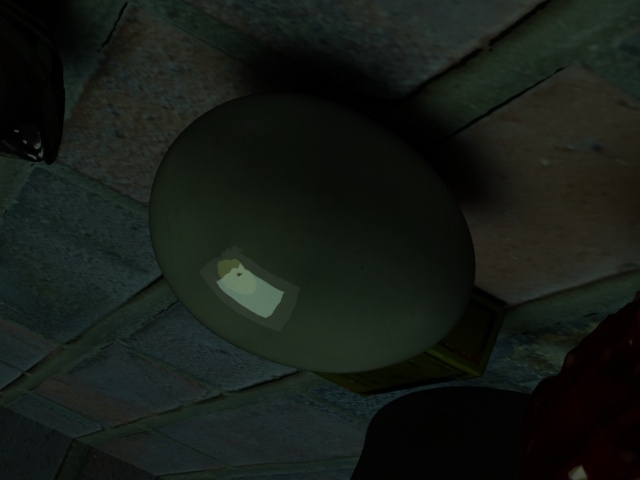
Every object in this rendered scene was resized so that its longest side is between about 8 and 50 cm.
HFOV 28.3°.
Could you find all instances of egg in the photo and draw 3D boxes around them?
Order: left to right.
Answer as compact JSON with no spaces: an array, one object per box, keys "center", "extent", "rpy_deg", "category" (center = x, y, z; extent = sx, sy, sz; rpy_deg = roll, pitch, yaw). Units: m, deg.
[{"center":[0.000,0.000,0.728],"extent":[0.209,0.151,0.151],"rpy_deg":[27,162,-33],"category":"egg"}]

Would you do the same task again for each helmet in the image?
[{"center":[-0.221,-0.114,0.748],"extent":[0.153,0.107,0.177],"rpy_deg":[16,179,10],"category":"helmet"}]

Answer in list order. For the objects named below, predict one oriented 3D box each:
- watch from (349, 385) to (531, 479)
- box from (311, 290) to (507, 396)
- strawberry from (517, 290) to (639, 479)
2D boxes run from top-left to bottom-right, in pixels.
[{"center":[0.169,0.241,0.986],"extent":[0.327,0.314,0.335],"rpy_deg":[15,145,9],"category":"watch"},{"center":[0.029,0.063,0.998],"extent":[0.141,0.064,0.220],"rpy_deg":[29,159,-15],"category":"box"},{"center":[0.235,0.113,0.554],"extent":[0.295,0.317,0.345],"rpy_deg":[16,148,10],"category":"strawberry"}]
